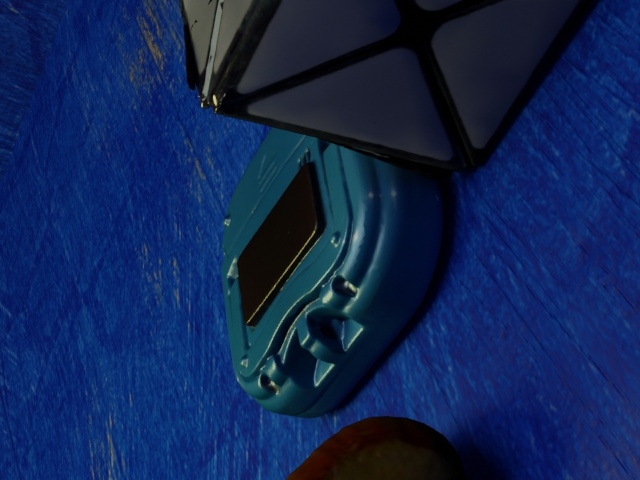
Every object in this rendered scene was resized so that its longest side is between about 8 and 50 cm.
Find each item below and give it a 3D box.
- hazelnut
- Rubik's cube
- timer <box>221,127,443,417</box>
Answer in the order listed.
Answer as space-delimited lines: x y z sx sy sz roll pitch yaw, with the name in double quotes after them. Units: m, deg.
0.043 0.254 1.333 0.181 0.181 0.212 30 76 26 "hazelnut"
0.055 -0.280 1.443 0.310 0.307 0.305 -58 32 35 "Rubik's cube"
0.000 0.000 1.628 0.340 0.115 0.309 -54 35 40 "timer"
